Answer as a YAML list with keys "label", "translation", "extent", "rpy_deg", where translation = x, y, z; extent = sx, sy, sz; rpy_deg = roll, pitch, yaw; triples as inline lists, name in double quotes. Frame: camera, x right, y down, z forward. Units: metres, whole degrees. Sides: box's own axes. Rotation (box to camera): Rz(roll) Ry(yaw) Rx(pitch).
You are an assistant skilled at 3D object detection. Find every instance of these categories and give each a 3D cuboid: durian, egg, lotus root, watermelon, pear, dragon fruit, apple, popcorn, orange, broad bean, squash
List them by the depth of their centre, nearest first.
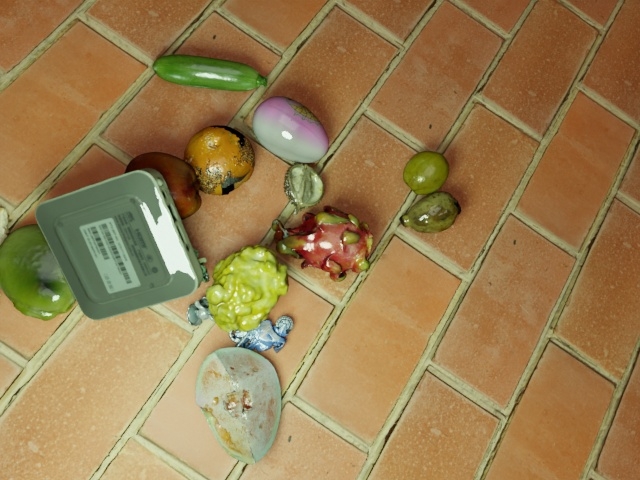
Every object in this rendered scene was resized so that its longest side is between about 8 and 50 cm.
- label: "broad bean"
  translation: [-0.811, 0.087, 1.428]
  extent: [0.238, 0.119, 0.290]
  rpy_deg: [-23, 82, -18]
- label: "watermelon"
  translation: [-0.241, 0.469, 1.444]
  extent: [0.175, 0.188, 0.321]
  rpy_deg: [-14, 84, 32]
- label: "popcorn"
  translation: [-0.231, 0.143, 1.447]
  extent: [0.235, 0.241, 0.250]
  rpy_deg: [37, 58, 20]
- label: "apple"
  translation: [-0.474, -0.154, 1.451]
  extent: [0.234, 0.234, 0.233]
  rpy_deg: [3, 76, -10]
- label: "dragon fruit"
  translation: [0.011, 0.009, 1.559]
  extent: [0.243, 0.308, 0.227]
  rpy_deg: [42, 48, -42]
- label: "orange"
  translation: [-0.331, -0.264, 1.584]
  extent: [0.235, 0.182, 0.234]
  rpy_deg: [-1, 72, 2]
- label: "egg"
  translation: [-0.100, -0.366, 1.644]
  extent: [0.271, 0.196, 0.196]
  rpy_deg: [36, 72, -19]
- label: "durian"
  translation: [-0.071, -0.167, 1.645]
  extent: [0.149, 0.091, 0.188]
  rpy_deg: [22, 62, -25]
- label: "squash"
  translation: [-0.380, -0.578, 1.686]
  extent: [0.396, 0.107, 0.107]
  rpy_deg: [5, 75, -10]
- label: "lotus root"
  translation: [0.383, -0.090, 1.698]
  extent: [0.214, 0.138, 0.138]
  rpy_deg: [-21, 81, -1]
- label: "pear"
  translation: [0.370, -0.237, 1.722]
  extent: [0.162, 0.149, 0.149]
  rpy_deg: [-40, 86, -5]

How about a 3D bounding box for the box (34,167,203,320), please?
- label: "box"
  translation: [-0.548, 0.017, 1.341]
  extent: [0.373, 0.090, 0.366]
  rpy_deg: [-16, 106, 11]

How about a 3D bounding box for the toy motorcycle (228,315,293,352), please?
- label: "toy motorcycle"
  translation: [-0.182, 0.302, 1.523]
  extent: [0.205, 0.076, 0.114]
  rpy_deg: [-8, 85, -12]

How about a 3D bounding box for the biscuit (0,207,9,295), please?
- label: "biscuit"
  translation: [-1.036, 0.051, 1.438]
  extent: [0.205, 0.040, 0.308]
  rpy_deg: [-2, 76, -11]

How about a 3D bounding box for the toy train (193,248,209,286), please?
- label: "toy train"
  translation: [-0.411, 0.093, 1.470]
  extent: [0.081, 0.194, 0.125]
  rpy_deg: [-15, 77, -48]

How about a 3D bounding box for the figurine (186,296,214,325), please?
- label: "figurine"
  translation: [-0.360, 0.215, 1.501]
  extent: [0.086, 0.094, 0.082]
  rpy_deg: [-10, 36, 16]
